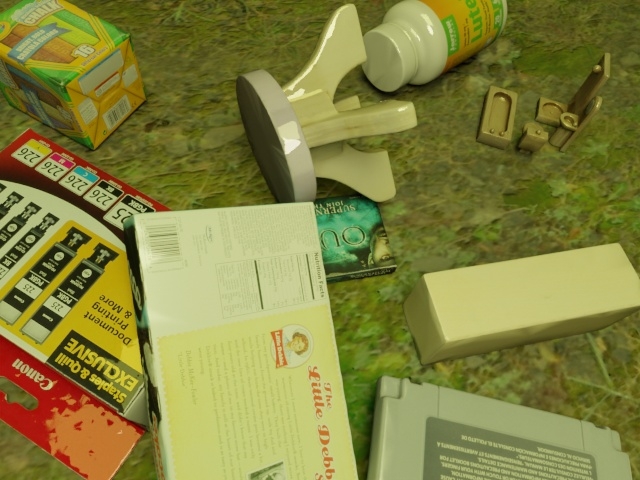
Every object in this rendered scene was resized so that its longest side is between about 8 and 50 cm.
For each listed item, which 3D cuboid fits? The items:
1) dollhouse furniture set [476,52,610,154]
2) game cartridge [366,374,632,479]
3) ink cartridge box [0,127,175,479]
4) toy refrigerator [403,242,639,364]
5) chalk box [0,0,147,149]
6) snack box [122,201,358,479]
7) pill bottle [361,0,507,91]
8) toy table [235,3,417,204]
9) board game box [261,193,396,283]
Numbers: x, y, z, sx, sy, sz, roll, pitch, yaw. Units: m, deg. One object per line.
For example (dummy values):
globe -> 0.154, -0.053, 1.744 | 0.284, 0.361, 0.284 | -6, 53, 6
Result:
dollhouse furniture set -> 0.356, -0.228, 0.790 | 0.151, 0.123, 0.144 | 18, 60, 4
game cartridge -> 0.190, 0.272, 0.515 | 0.296, 0.062, 0.198 | 16, 63, -7
ink cartridge box -> -0.283, 0.067, 0.548 | 0.309, 0.130, 0.272 | 28, 62, 8
toy refrigerator -> 0.252, 0.077, 0.622 | 0.269, 0.102, 0.094 | -9, 62, -11
chalk box -> -0.389, -0.258, 0.713 | 0.212, 0.132, 0.132 | 28, 61, 9
snack box -> -0.072, 0.128, 0.480 | 0.187, 0.060, 0.323 | -6, 85, -32
pill bottle -> 0.187, -0.350, 0.830 | 0.245, 0.136, 0.136 | -35, 70, -23
toy table -> -0.003, -0.151, 0.633 | 0.160, 0.252, 0.274 | -20, 35, -9
board game box -> 0.000, 0.000, 0.677 | 0.186, 0.026, 0.126 | -9, 62, -11
